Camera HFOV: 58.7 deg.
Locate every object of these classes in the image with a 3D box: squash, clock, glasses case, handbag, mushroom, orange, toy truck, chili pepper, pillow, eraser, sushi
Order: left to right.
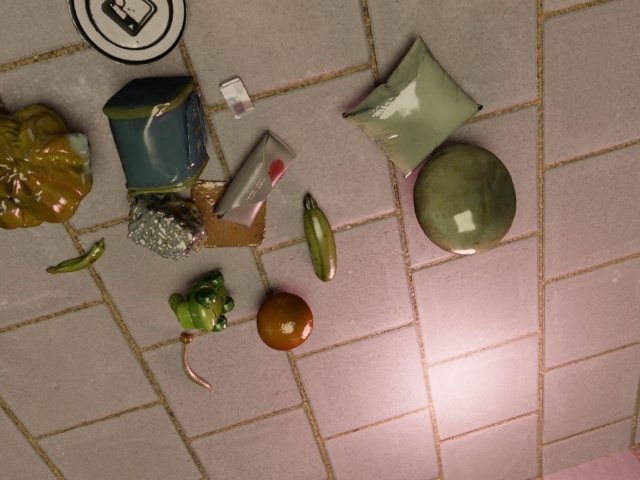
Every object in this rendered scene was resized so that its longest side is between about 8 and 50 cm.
[{"bbox_3d":[-0.734,0.066,1.729,0.208,0.043,0.049,-28,136,6],"label":"chili pepper"},{"bbox_3d":[-0.467,-0.573,1.390,0.280,0.055,0.281,-6,122,-9],"label":"clock"},{"bbox_3d":[-0.411,-0.275,1.464,0.222,0.263,0.241,-4,125,6],"label":"handbag"},{"bbox_3d":[-0.452,-0.057,1.630,0.274,0.184,0.139,29,110,-18],"label":"sushi"},{"bbox_3d":[-0.456,0.449,2.033,0.068,0.043,0.306,2,126,15],"label":"mushroom"},{"bbox_3d":[-0.388,0.210,1.809,0.210,0.187,0.148,-17,118,-2],"label":"toy truck"},{"bbox_3d":[-0.230,-0.395,1.572,0.064,0.026,0.105,-22,123,4],"label":"eraser"},{"bbox_3d":[-0.193,-0.162,1.675,0.128,0.083,0.308,27,110,-26],"label":"glasses case"},{"bbox_3d":[-0.121,0.274,1.913,0.205,0.206,0.206,-6,122,-10],"label":"orange"},{"bbox_3d":[0.000,0.000,1.830,0.094,0.094,0.341,-14,122,-4],"label":"squash"},{"bbox_3d":[0.269,-0.372,1.645,0.312,0.119,0.310,-43,118,15],"label":"pillow"},{"bbox_3d":[0.437,-0.126,1.741,0.352,0.260,0.353,5,81,-32],"label":"mushroom"}]

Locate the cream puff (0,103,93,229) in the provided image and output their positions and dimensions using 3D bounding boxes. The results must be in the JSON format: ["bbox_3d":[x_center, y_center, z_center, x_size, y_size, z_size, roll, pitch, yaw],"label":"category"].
[{"bbox_3d":[-0.767,-0.172,1.439,0.377,0.276,0.379,-6,125,-9],"label":"cream puff"}]

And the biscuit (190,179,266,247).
[{"bbox_3d":[-0.283,-0.079,1.761,0.231,0.013,0.237,-2,120,-13],"label":"biscuit"}]
